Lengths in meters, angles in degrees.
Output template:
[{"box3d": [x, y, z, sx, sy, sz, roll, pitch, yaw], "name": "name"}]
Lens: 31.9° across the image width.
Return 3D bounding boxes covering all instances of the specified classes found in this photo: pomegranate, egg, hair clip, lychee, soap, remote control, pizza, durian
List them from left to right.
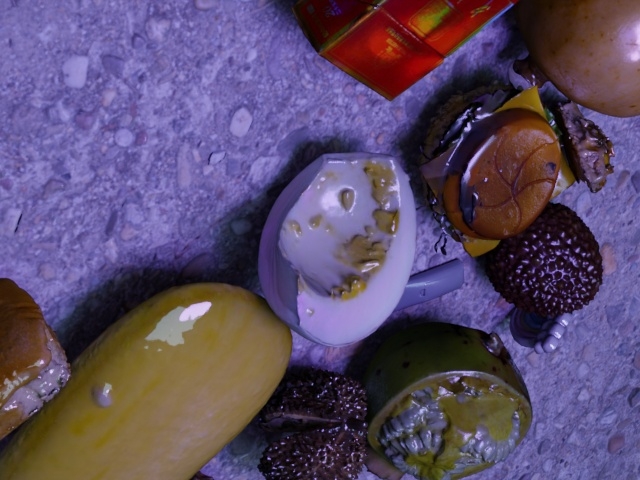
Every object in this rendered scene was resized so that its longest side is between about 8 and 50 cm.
[{"box3d": [-0.224, 0.221, 1.481, 0.427, 0.115, 0.306, -45, 134, 9], "name": "soap"}, {"box3d": [-0.003, 0.274, 1.608, 0.167, 0.196, 0.196, 0, 115, -46], "name": "durian"}, {"box3d": [0.005, 0.016, 1.489, 0.271, 0.161, 0.206, -57, 138, -23], "name": "egg"}, {"box3d": [0.146, 0.079, 1.717, 0.184, 0.027, 0.050, -19, 123, -23], "name": "remote control"}, {"box3d": [0.164, 0.263, 1.701, 0.260, 0.260, 0.340, 23, 130, -39], "name": "pomegranate"}, {"box3d": [0.348, 0.032, 1.723, 0.188, 0.188, 0.188, -16, 122, -26], "name": "lychee"}, {"box3d": [0.382, 0.108, 1.826, 0.220, 0.140, 0.054, -48, 112, -29], "name": "hair clip"}, {"box3d": [0.395, -0.143, 1.653, 0.069, 0.226, 0.147, -17, 88, 9], "name": "pizza"}, {"box3d": [0.401, -0.316, 1.499, 0.307, 0.307, 0.307, -16, 122, -26], "name": "pomegranate"}]

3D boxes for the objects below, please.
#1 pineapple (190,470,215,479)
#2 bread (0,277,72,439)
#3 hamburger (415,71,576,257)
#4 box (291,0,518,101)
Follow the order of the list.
[{"box3d": [-0.139, 0.421, 1.625, 0.197, 0.108, 0.108, 40, 89, -15], "name": "pineapple"}, {"box3d": [-0.412, 0.164, 1.295, 0.245, 0.174, 0.121, -35, 134, -4], "name": "bread"}, {"box3d": [0.234, -0.107, 1.602, 0.261, 0.138, 0.243, -39, 129, -11], "name": "hamburger"}, {"box3d": [0.144, -0.318, 1.356, 0.313, 0.089, 0.197, -37, 155, 19], "name": "box"}]
